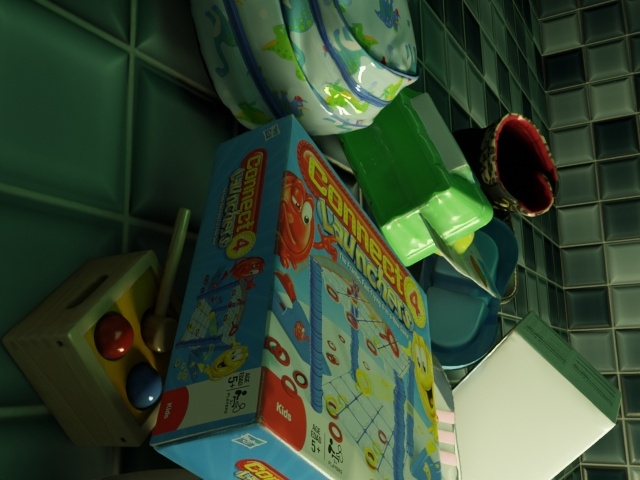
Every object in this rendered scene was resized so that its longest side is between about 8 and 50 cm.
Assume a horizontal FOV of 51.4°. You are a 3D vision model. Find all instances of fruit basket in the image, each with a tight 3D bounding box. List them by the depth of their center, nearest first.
[{"bbox_3d":[0.173,-0.083,1.015,0.353,0.165,0.326,20,42,-55],"label":"fruit basket"}]

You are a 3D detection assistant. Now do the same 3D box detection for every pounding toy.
[{"bbox_3d":[-0.151,0.067,0.534,0.141,0.100,0.130,-57,132,-51],"label":"pounding toy"}]

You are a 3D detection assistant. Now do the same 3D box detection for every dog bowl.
[{"bbox_3d":[0.243,0.091,1.162,0.074,0.166,0.297,68,39,-60],"label":"dog bowl"}]

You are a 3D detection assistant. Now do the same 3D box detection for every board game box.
[{"bbox_3d":[0.008,0.099,0.602,0.308,0.086,0.301,50,31,-39],"label":"board game box"}]

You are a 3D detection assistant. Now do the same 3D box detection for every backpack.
[{"bbox_3d":[-0.029,-0.288,0.729,0.290,0.274,0.355,-5,100,-68],"label":"backpack"}]

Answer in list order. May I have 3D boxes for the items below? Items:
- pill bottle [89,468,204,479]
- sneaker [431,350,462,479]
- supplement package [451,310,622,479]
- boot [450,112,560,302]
[{"bbox_3d":[-0.126,0.309,0.468,0.153,0.153,0.264,6,79,-61],"label":"pill bottle"},{"bbox_3d":[0.148,0.306,1.011,0.131,0.112,0.318,-43,119,-60],"label":"sneaker"},{"bbox_3d":[0.330,0.290,1.122,0.204,0.261,0.145,45,25,16],"label":"supplement package"},{"bbox_3d":[0.344,-0.054,1.283,0.284,0.138,0.377,164,-84,-79],"label":"boot"}]
